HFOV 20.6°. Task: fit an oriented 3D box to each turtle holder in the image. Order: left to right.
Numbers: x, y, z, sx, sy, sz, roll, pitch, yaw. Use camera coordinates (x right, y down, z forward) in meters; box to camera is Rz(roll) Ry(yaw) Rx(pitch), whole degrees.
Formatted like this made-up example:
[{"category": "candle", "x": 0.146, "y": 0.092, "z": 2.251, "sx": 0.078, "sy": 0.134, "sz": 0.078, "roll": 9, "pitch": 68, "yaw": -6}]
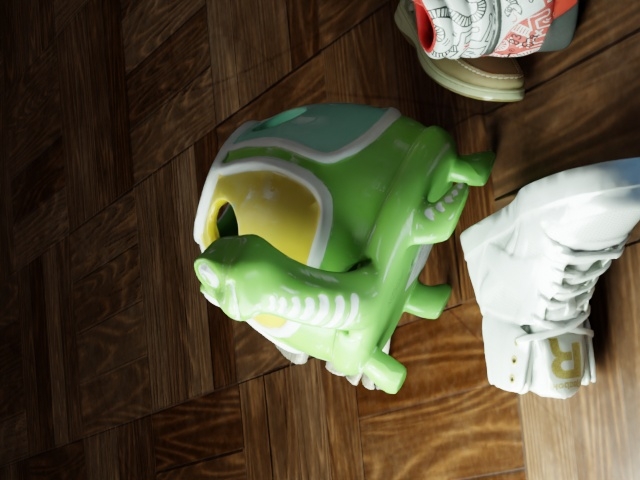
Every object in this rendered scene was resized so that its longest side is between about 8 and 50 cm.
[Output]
[{"category": "turtle holder", "x": 0.000, "y": 0.008, "z": 1.591, "sx": 0.243, "sy": 0.227, "sz": 0.320, "roll": 101, "pitch": -165, "yaw": -51}]

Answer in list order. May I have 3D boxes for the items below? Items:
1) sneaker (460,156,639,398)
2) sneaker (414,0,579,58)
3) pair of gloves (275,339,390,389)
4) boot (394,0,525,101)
[{"category": "sneaker", "x": 0.207, "y": 0.040, "z": 1.434, "sx": 0.292, "sy": 0.108, "sz": 0.169, "roll": 135, "pitch": 129, "yaw": -70}, {"category": "sneaker", "x": 0.139, "y": -0.267, "z": 1.437, "sx": 0.090, "sy": 0.145, "sz": 0.270, "roll": -112, "pitch": 17, "yaw": -52}, {"category": "pair of gloves", "x": 0.020, "y": 0.045, "z": 1.896, "sx": 0.240, "sy": 0.042, "sz": 0.204, "roll": 19, "pitch": 104, "yaw": 62}, {"category": "boot", "x": 0.140, "y": -0.232, "z": 1.592, "sx": 0.213, "sy": 0.077, "sz": 0.165, "roll": -122, "pitch": 41, "yaw": -52}]
